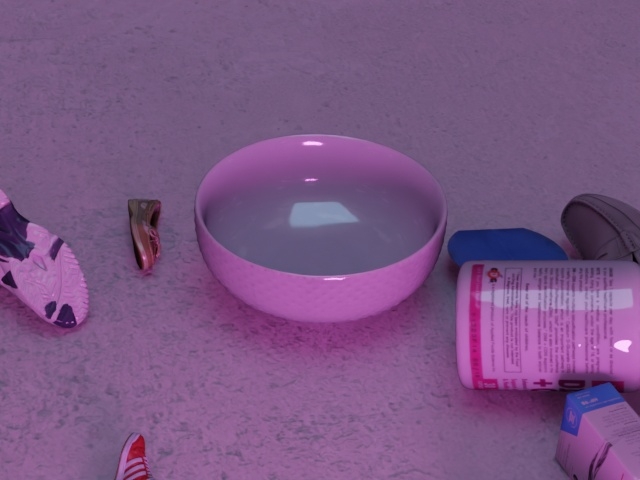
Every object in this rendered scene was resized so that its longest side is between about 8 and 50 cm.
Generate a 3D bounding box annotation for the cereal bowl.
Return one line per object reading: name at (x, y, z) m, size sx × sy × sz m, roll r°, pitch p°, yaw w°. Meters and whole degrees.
cereal bowl at (0.000, 0.000, 1.751) m, size 0.339 × 0.141 × 0.339 m, roll 1°, pitch 36°, yaw -1°

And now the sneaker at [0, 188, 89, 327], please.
sneaker at (-0.408, 0.033, 1.733) m, size 0.235 × 0.153 × 0.094 m, roll 41°, pitch 63°, yaw -6°

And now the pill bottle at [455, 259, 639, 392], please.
pill bottle at (0.311, 0.103, 1.576) m, size 0.283 × 0.160 × 0.160 m, roll 0°, pitch 35°, yaw 13°

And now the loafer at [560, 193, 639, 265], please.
loafer at (0.411, 0.042, 1.740) m, size 0.111 × 0.112 × 0.319 m, roll -7°, pitch 37°, yaw -27°

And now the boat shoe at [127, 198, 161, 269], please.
boat shoe at (-0.241, -0.013, 1.831) m, size 0.048 × 0.056 × 0.153 m, roll -9°, pitch 30°, yaw -7°

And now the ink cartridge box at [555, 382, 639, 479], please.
ink cartridge box at (0.335, 0.257, 1.444) m, size 0.060 × 0.104 × 0.180 m, roll -11°, pitch 38°, yaw -18°

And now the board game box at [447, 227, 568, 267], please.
board game box at (0.258, 0.030, 1.818) m, size 0.169 × 0.033 × 0.133 m, roll -2°, pitch 31°, yaw -15°

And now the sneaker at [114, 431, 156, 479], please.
sneaker at (-0.194, 0.266, 1.456) m, size 0.067 × 0.042 × 0.118 m, roll 2°, pitch 43°, yaw 7°
